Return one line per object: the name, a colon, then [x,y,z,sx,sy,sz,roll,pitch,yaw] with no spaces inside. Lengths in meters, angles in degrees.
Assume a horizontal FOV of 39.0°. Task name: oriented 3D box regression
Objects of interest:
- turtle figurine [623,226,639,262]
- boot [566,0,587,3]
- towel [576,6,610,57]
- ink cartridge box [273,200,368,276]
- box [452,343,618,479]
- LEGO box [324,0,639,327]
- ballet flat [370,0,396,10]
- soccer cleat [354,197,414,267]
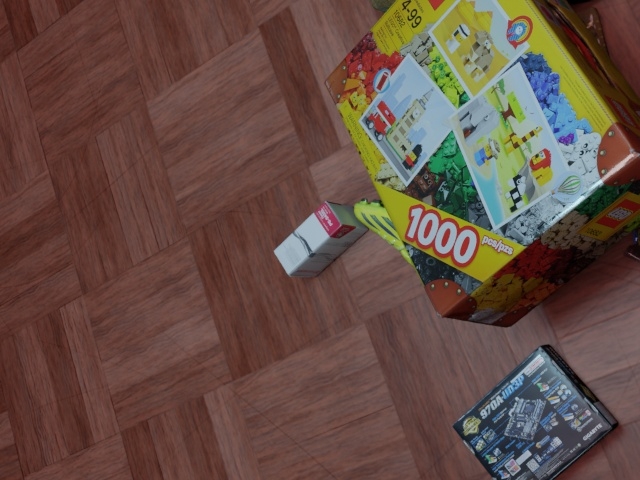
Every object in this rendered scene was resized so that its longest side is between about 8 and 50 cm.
turtle figurine: [0.578,0.012,1.329,0.275,0.198,0.266,-29,71,30]
boot: [0.401,-0.497,1.545,0.236,0.085,0.178,-2,82,29]
towel: [0.335,-0.223,1.589,0.370,0.040,0.271,-16,79,27]
ink cartridge box: [0.000,0.000,1.726,0.150,0.109,0.063,-42,68,21]
box: [0.357,0.312,1.522,0.220,0.051,0.175,-48,65,19]
LEGO box: [0.265,-0.175,1.399,0.372,0.193,0.500,-45,52,30]
ballet flat: [0.113,-0.595,1.724,0.124,0.116,0.342,-15,82,49]
soccer cleat: [0.172,0.004,1.636,0.289,0.093,0.121,23,106,31]
